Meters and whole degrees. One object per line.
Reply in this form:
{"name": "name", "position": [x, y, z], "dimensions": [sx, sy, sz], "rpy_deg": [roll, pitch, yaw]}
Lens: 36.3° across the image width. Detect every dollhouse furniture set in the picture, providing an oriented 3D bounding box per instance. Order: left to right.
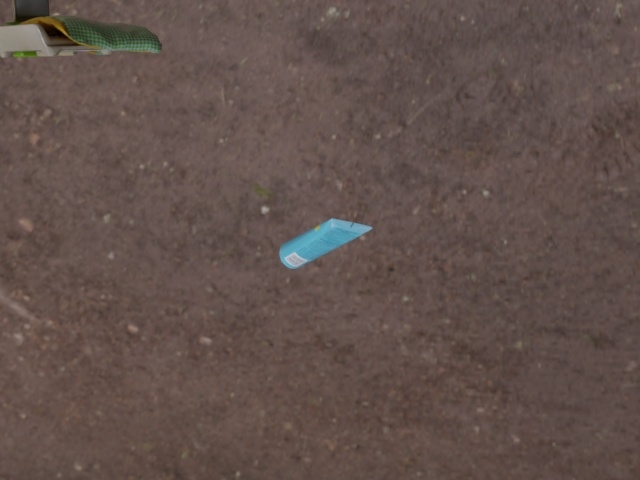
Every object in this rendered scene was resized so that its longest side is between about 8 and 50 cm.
{"name": "dollhouse furniture set", "position": [-0.398, -0.348, 1.438], "dimensions": [0.301, 0.198, 0.151], "rpy_deg": [10, 106, 44]}

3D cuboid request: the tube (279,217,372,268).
{"name": "tube", "position": [0.000, 0.000, 1.703], "dimensions": [0.080, 0.052, 0.207], "rpy_deg": [6, 161, -31]}
